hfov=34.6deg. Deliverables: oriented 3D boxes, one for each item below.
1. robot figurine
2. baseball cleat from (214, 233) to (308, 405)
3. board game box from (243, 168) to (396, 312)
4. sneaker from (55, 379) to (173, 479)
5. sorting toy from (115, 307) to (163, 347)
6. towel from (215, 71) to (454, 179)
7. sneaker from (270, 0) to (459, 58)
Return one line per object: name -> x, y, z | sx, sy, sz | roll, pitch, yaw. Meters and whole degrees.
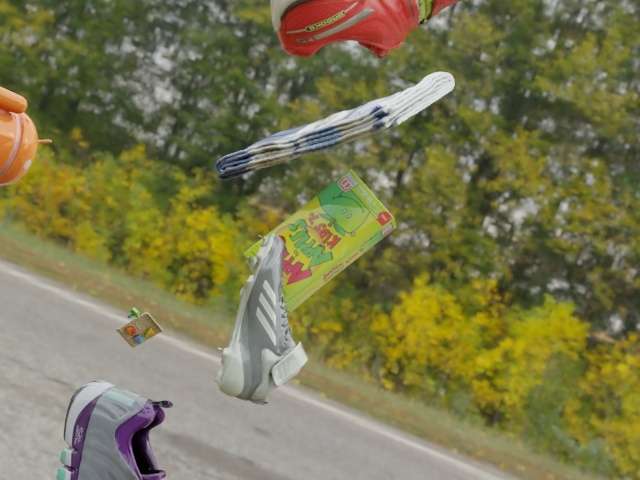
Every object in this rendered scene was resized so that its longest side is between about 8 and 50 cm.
robot figurine -> -0.512, -0.156, 1.519 | 0.128, 0.158, 0.219 | 16, -3, 44
baseball cleat -> -0.059, 0.100, 1.269 | 0.109, 0.206, 0.072 | 19, -6, -6
board game box -> 0.000, 0.000, 1.348 | 0.092, 0.181, 0.043 | 50, -4, 18
sneaker -> -0.202, 0.251, 0.979 | 0.098, 0.223, 0.083 | 9, 3, 19
sorting toy -> -0.299, 0.141, 1.671 | 0.083, 0.062, 0.012 | 60, 4, -47
towel -> 0.019, -0.152, 1.344 | 0.285, 0.034, 0.209 | -14, 13, 36
sneaker -> 0.074, -0.239, 1.002 | 0.279, 0.118, 0.107 | -14, 41, -25
